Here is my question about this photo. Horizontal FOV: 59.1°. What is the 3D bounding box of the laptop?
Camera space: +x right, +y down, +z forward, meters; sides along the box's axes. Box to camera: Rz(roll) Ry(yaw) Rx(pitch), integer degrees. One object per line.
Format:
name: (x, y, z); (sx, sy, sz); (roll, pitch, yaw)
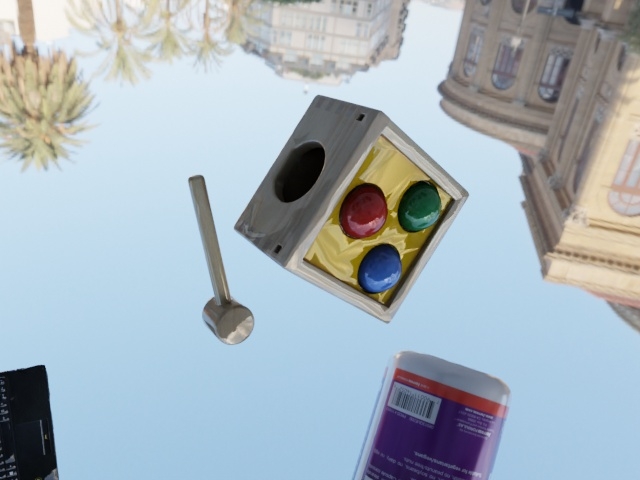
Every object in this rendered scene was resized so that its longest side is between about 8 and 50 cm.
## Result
laptop: (-0.565, 0.352, 0.893); (0.264, 0.234, 0.136); (-6, -165, -26)

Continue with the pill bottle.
pill bottle: (0.141, 0.328, 0.794); (0.182, 0.322, 0.181); (18, 171, 3)

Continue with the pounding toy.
pounding toy: (-0.009, 0.001, 0.428); (0.181, 0.206, 0.094); (32, 180, -40)
